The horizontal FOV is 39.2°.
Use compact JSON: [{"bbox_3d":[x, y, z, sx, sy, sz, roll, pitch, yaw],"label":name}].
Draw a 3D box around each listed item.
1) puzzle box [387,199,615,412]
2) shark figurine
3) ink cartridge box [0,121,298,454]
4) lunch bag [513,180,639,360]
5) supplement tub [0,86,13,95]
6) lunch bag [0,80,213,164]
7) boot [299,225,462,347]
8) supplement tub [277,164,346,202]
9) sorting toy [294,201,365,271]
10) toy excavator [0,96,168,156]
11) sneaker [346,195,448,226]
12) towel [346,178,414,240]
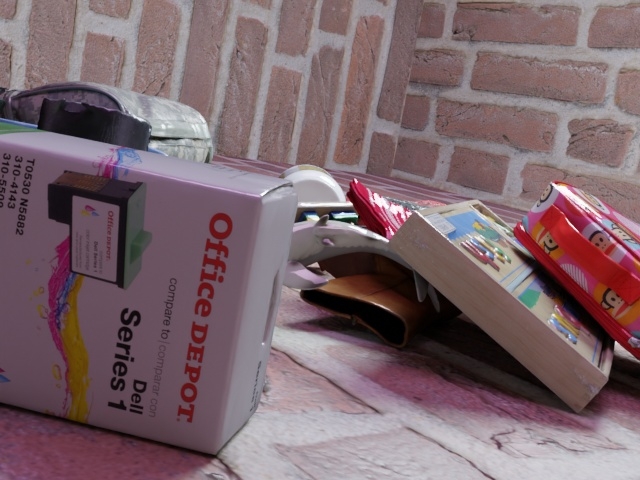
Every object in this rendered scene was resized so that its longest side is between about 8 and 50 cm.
[{"bbox_3d":[0.249,0.058,1.126,0.272,0.052,0.409,42,16,11],"label":"puzzle box"},{"bbox_3d":[-0.005,0.026,1.038,0.278,0.166,0.116,-6,-25,-7],"label":"shark figurine"},{"bbox_3d":[-0.177,0.028,0.706,0.278,0.201,0.117,12,9,8],"label":"ink cartridge box"},{"bbox_3d":[0.389,0.047,1.140,0.258,0.120,0.293,21,23,-41],"label":"lunch bag"},{"bbox_3d":[-0.664,-0.206,1.727,0.316,0.193,0.193,8,9,-6],"label":"supplement tub"},{"bbox_3d":[-0.316,-0.121,1.270,0.256,0.212,0.305,-18,-2,17],"label":"lunch bag"},{"bbox_3d":[0.050,0.063,1.217,0.264,0.096,0.280,28,21,24],"label":"boot"},{"bbox_3d":[-0.026,-0.067,1.722,0.144,0.144,0.199,9,9,-5],"label":"supplement tub"},{"bbox_3d":[0.000,0.000,1.422,0.275,0.132,0.046,-2,49,-34],"label":"sorting toy"},{"bbox_3d":[-0.243,-0.018,1.022,0.433,0.222,0.445,11,0,-5],"label":"toy excavator"},{"bbox_3d":[0.181,-0.045,1.990,0.276,0.097,0.135,9,8,4],"label":"sneaker"},{"bbox_3d":[0.169,0.013,1.252,0.275,0.031,0.199,25,18,-24],"label":"towel"}]
